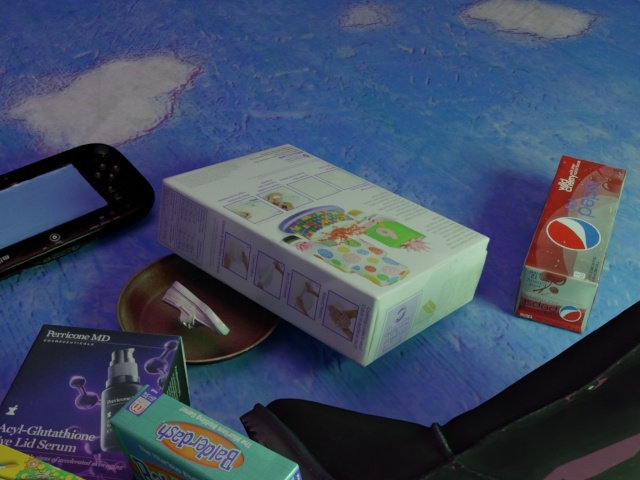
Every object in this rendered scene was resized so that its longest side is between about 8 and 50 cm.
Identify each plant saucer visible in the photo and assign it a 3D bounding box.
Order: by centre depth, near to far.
[{"bbox_3d":[-0.141,0.084,1.066,0.199,0.036,0.198,0,38,0],"label":"plant saucer"}]

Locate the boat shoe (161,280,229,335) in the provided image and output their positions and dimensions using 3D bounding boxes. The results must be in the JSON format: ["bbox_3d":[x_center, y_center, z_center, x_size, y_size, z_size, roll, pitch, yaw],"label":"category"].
[{"bbox_3d":[-0.144,0.085,1.015,0.100,0.035,0.035,35,77,31],"label":"boat shoe"}]

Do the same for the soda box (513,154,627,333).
[{"bbox_3d":[0.322,-0.003,1.146,0.092,0.083,0.263,15,40,17],"label":"soda box"}]

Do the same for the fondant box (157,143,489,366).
[{"bbox_3d":[0.000,0.000,1.087,0.330,0.096,0.238,27,31,31],"label":"fondant box"}]

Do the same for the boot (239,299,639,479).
[{"bbox_3d":[0.186,0.140,0.792,0.445,0.146,0.367,-31,25,-17],"label":"boot"}]

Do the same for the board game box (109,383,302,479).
[{"bbox_3d":[-0.074,0.229,0.728,0.160,0.210,0.047,19,47,34],"label":"board game box"}]

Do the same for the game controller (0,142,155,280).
[{"bbox_3d":[-0.384,-0.034,1.188,0.319,0.067,0.166,-27,46,-30],"label":"game controller"}]

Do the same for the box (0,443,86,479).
[{"bbox_3d":[-0.200,0.302,0.595,0.290,0.279,0.177,17,41,18],"label":"box"}]

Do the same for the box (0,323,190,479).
[{"bbox_3d":[-0.226,0.192,0.870,0.153,0.108,0.207,3,39,4],"label":"box"}]
